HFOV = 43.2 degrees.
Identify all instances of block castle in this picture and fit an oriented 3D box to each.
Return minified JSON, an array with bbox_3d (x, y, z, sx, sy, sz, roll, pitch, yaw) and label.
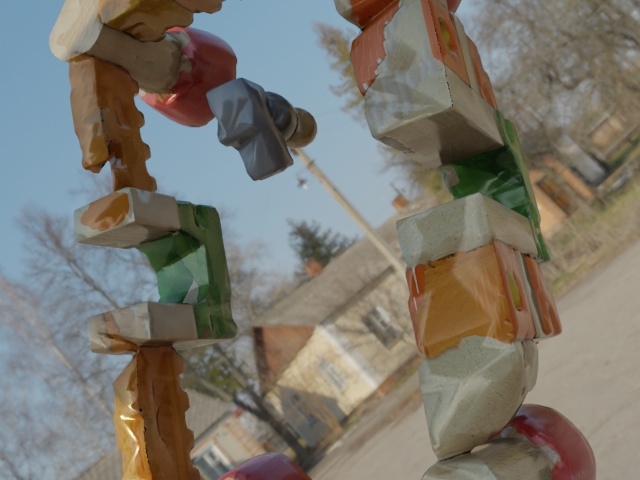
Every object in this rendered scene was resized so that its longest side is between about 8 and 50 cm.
[{"bbox_3d":[0.000,0.000,0.592,0.303,0.453,0.213,-18,-14,26],"label":"block castle"}]
